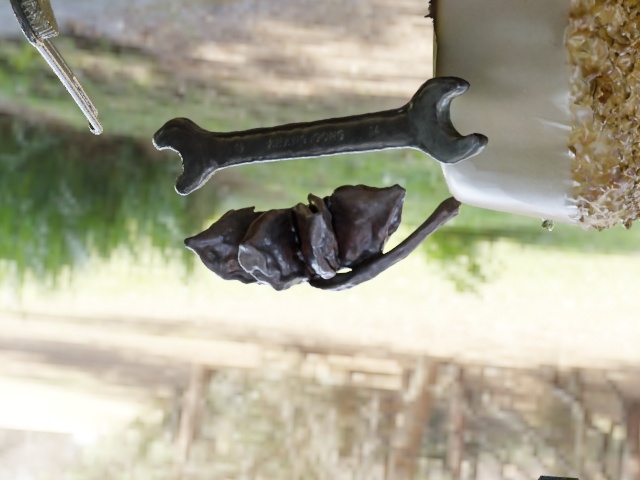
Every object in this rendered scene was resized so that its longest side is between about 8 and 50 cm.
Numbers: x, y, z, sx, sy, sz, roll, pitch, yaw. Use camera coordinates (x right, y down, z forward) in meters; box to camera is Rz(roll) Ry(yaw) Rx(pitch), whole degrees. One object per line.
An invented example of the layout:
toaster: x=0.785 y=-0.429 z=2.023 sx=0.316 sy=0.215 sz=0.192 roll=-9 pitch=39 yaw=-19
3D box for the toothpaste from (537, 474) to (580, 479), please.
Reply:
toothpaste: x=0.210 y=0.317 z=1.656 sx=0.070 sy=0.193 sz=0.044 roll=-3 pitch=131 yaw=46

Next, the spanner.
spanner: x=-0.008 y=-0.064 z=1.060 sx=0.254 sy=0.054 sz=0.015 roll=-4 pitch=-172 yaw=38

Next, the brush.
brush: x=-0.209 y=-0.147 z=1.383 sx=0.027 sy=0.062 sz=0.266 roll=-19 pitch=161 yaw=1

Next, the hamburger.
hamburger: x=0.170 y=-0.144 z=1.131 sx=0.179 sy=0.276 sz=0.294 roll=2 pitch=177 yaw=9

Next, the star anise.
star anise: x=0.001 y=0.000 z=1.471 sx=0.209 sy=0.089 sz=0.231 roll=-16 pitch=-172 yaw=-43
